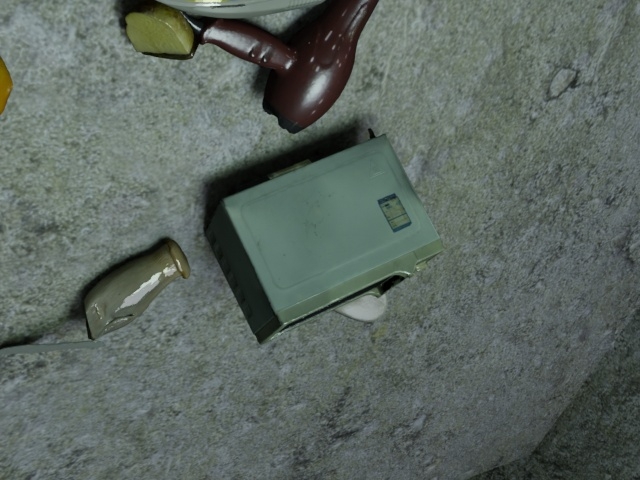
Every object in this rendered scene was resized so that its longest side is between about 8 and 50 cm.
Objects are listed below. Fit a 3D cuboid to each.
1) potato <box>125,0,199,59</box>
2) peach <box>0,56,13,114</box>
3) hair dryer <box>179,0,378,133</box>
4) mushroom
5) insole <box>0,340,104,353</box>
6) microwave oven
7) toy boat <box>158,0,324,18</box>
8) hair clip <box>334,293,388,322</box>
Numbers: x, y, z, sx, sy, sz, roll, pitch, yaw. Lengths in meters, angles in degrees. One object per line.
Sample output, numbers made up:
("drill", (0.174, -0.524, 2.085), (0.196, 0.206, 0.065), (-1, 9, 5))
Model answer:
("potato", (-0.235, -0.323, 1.590), (0.096, 0.066, 0.103), (8, 154, 13))
("peach", (-0.480, -0.216, 1.433), (0.138, 0.138, 0.138), (-25, 146, -18))
("hair dryer", (-0.071, -0.348, 1.723), (0.340, 0.123, 0.312), (16, 110, -40))
("mushroom", (-0.352, 0.095, 1.999), (0.247, 0.096, 0.108), (-40, 124, 0))
("insole", (-0.496, 0.196, 1.985), (0.197, 0.004, 0.065), (-5, 163, 1))
("microwave oven", (0.000, 0.000, 2.033), (0.355, 0.286, 0.218), (-25, 171, -21))
("toy boat", (-0.118, -0.392, 1.565), (0.269, 0.141, 0.141), (-4, 136, -38))
("hair clip", (0.062, 0.093, 2.393), (0.172, 0.113, 0.282), (-42, 142, 7))
